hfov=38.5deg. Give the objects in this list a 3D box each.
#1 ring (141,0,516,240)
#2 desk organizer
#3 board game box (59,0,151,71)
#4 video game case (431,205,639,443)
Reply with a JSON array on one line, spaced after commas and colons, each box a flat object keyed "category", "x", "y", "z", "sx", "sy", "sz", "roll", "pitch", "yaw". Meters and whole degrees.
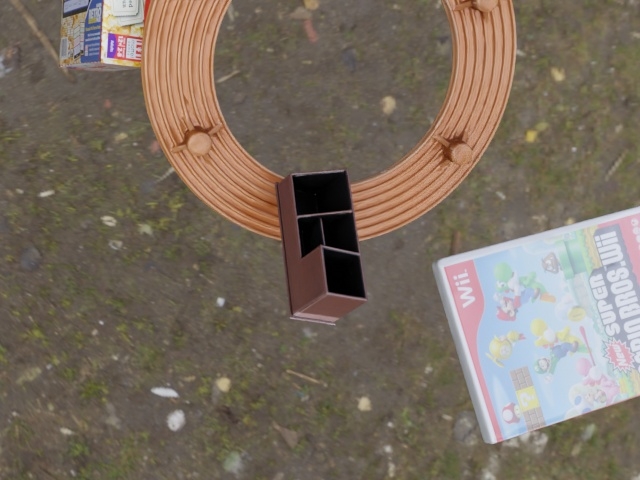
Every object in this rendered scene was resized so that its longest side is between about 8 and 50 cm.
[{"category": "ring", "x": 0.016, "y": -0.148, "z": 0.793, "sx": 0.337, "sy": 0.032, "sz": 0.336, "roll": -5, "pitch": 112, "yaw": -13}, {"category": "desk organizer", "x": 0.000, "y": 0.000, "z": 0.773, "sx": 0.047, "sy": 0.050, "sz": 0.130, "roll": 12, "pitch": 57, "yaw": -35}, {"category": "board game box", "x": -0.191, "y": -0.251, "z": 0.819, "sx": 0.045, "sy": 0.147, "sz": 0.193, "roll": 1, "pitch": 98, "yaw": -30}, {"category": "video game case", "x": 0.282, "y": 0.085, "z": 1.016, "sx": 0.285, "sy": 0.025, "sz": 0.204, "roll": -14, "pitch": 83, "yaw": -15}]
